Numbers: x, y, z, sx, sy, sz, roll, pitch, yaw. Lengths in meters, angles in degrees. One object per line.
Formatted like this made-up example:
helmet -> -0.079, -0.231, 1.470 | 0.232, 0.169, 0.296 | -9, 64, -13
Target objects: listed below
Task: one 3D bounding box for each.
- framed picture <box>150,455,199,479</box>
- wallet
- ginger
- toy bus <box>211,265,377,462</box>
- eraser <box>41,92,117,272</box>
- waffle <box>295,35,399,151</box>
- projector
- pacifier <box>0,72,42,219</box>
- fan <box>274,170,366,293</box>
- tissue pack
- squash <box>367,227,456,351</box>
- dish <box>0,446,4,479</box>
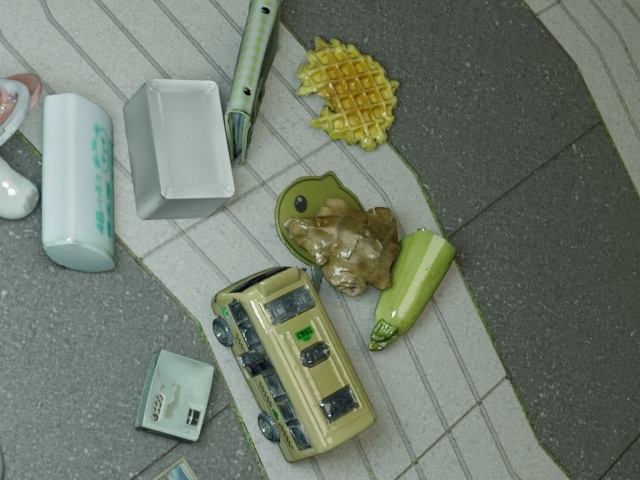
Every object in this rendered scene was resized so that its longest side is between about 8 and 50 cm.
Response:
framed picture -> -0.254, 0.487, 1.800 | 0.109, 0.011, 0.149 | -34, 92, -33
wallet -> -0.141, -0.329, 2.003 | 0.077, 0.223, 0.309 | 12, 64, -3
ginger -> 0.038, 0.007, 2.042 | 0.270, 0.123, 0.218 | 4, 68, -21
toy bus -> -0.051, 0.227, 1.885 | 0.177, 0.202, 0.365 | -26, 87, -32
eraser -> -0.439, -0.101, 1.791 | 0.104, 0.189, 0.290 | -8, 74, 14
waffle -> 0.062, -0.336, 2.216 | 0.261, 0.056, 0.250 | 25, 64, -18
projector -> -0.271, 0.290, 1.823 | 0.115, 0.061, 0.147 | 21, 65, -21
pacifier -> -0.600, -0.162, 1.702 | 0.220, 0.273, 0.332 | 28, 61, 12
fan -> 0.000, 0.000, 2.098 | 0.230, 0.011, 0.335 | 19, 64, -23
tissue pack -> -0.277, -0.178, 1.926 | 0.159, 0.136, 0.246 | -2, 75, -30
squash -> 0.175, 0.122, 2.116 | 0.137, 0.137, 0.287 | 33, 75, -17
dish -> -0.619, 0.369, 1.588 | 0.228, 0.086, 0.236 | 10, 70, -27
